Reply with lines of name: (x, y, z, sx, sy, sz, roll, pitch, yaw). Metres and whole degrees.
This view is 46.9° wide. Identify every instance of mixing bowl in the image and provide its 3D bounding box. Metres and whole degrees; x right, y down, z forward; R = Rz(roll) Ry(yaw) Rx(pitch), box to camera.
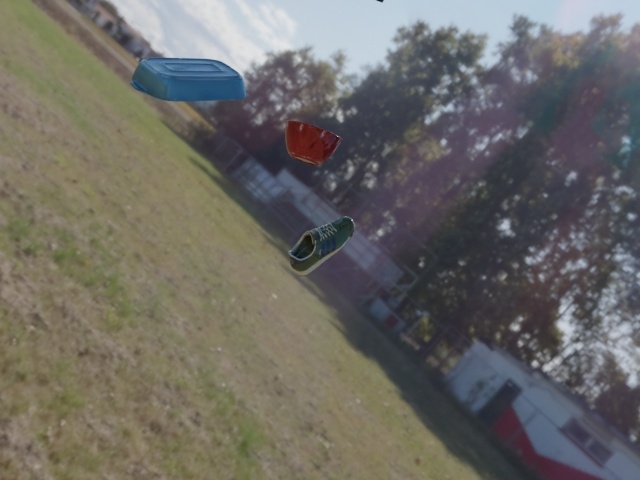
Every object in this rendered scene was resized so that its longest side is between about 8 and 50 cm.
mixing bowl: (-0.034, -0.287, 2.231, 0.182, 0.098, 0.181, 18, -2, 1)

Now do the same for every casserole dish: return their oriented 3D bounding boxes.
casserole dish: (-0.199, -0.251, 1.137, 0.188, 0.037, 0.114, -10, 36, -37)

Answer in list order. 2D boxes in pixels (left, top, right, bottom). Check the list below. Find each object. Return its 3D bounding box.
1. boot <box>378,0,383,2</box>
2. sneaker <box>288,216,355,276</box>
boot: (0.078, -0.731, 1.663, 0.348, 0.260, 0.131, 32, 19, -24)
sneaker: (0.000, 0.000, 1.786, 0.064, 0.192, 0.086, 43, -8, 38)
